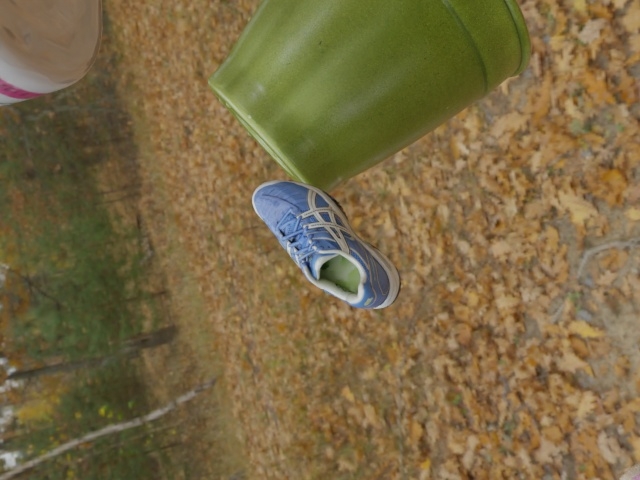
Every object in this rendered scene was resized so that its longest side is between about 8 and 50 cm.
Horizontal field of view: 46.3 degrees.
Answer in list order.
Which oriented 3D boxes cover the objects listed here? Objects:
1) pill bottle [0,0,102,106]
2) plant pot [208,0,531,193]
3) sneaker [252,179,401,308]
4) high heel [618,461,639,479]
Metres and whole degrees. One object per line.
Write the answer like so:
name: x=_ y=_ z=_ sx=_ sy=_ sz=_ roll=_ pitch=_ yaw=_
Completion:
pill bottle: x=-0.308 y=-0.148 z=0.500 sx=0.160 sy=0.283 sz=0.160 roll=-11 pitch=-90 yaw=-72
plant pot: x=0.042 y=-0.256 z=1.075 sx=0.366 sy=0.353 sz=0.366 roll=46 pitch=180 yaw=0
sneaker: x=0.000 y=0.000 z=0.859 sx=0.211 sy=0.081 sz=0.080 roll=38 pitch=109 yaw=18
high heel: x=0.279 y=0.124 z=0.358 sx=0.082 sy=0.244 sz=0.117 roll=85 pitch=166 yaw=-51
